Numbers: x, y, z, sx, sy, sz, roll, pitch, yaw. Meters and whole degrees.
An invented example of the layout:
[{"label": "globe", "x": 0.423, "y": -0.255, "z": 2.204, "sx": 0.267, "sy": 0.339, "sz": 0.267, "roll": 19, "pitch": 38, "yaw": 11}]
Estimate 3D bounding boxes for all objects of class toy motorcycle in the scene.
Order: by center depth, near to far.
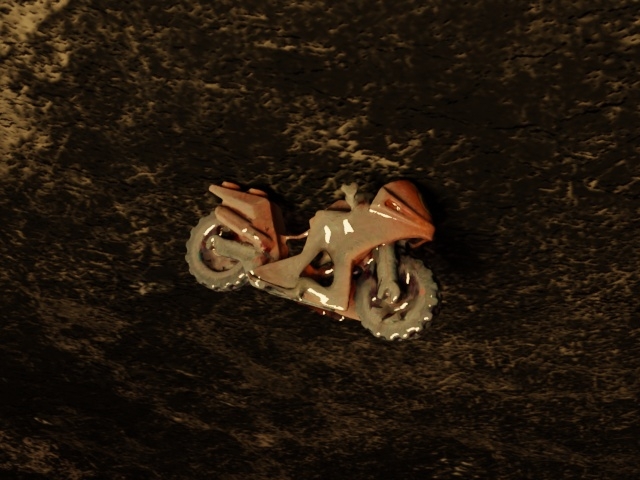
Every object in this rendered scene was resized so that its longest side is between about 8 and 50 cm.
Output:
[{"label": "toy motorcycle", "x": 0.000, "y": 0.000, "z": 0.923, "sx": 0.212, "sy": 0.118, "sz": 0.084, "roll": 14, "pitch": 175, "yaw": 24}]
